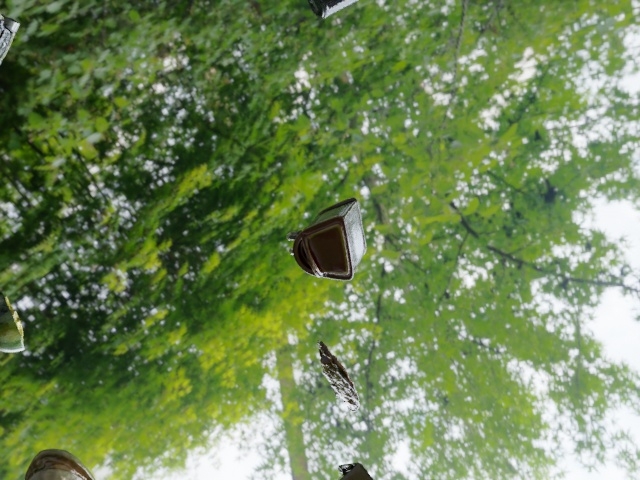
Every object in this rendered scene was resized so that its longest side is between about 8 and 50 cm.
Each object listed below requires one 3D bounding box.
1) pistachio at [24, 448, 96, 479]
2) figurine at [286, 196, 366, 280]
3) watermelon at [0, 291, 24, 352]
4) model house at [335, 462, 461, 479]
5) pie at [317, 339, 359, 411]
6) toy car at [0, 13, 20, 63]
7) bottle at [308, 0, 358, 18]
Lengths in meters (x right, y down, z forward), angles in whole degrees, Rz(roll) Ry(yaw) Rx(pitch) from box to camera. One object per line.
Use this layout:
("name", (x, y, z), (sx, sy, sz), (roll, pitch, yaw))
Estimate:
("pistachio", (-0.422, 0.416, 1.069), (0.124, 0.185, 0.125), (-2, -141, 1))
("figurine", (0.000, 0.001, 0.848), (0.098, 0.083, 0.154), (-4, -165, 16))
("watermelon", (-0.532, 0.141, 1.085), (0.062, 0.106, 0.105), (-20, -151, -30))
("model house", (0.086, 0.370, 0.819), (0.248, 0.181, 0.176), (-46, 173, 29))
("pie", (0.040, 0.286, 1.310), (0.033, 0.191, 0.088), (-38, -142, -23))
("toy car", (-0.650, -0.402, 1.160), (0.101, 0.124, 0.257), (-64, 179, -3))
("bottle", (0.090, -0.533, 1.319), (0.244, 0.072, 0.082), (-32, -163, -14))
